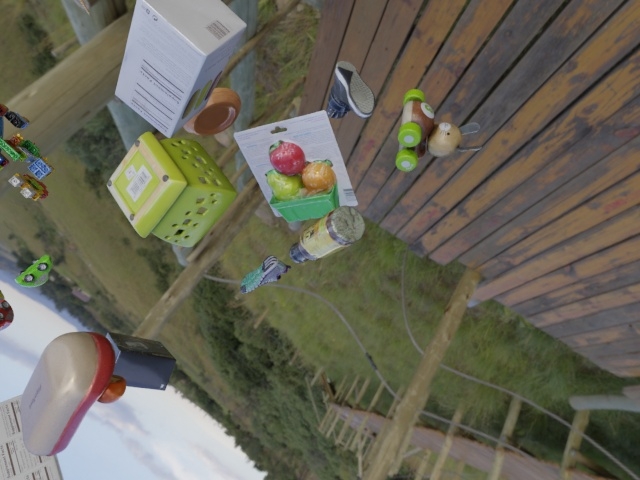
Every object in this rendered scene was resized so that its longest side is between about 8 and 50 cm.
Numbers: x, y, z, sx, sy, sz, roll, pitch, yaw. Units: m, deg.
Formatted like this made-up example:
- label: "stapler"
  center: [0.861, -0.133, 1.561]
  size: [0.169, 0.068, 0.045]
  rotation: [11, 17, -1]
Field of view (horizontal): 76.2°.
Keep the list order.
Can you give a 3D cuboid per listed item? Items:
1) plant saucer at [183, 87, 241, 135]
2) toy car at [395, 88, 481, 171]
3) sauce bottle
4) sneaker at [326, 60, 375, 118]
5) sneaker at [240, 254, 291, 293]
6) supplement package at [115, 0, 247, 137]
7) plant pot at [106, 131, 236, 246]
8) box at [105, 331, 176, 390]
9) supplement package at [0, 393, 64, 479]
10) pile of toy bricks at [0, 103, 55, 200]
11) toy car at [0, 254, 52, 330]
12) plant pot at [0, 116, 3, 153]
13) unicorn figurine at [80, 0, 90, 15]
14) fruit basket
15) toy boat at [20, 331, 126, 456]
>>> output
- label: "plant saucer"
  center: [-0.335, -0.391, 1.276]
  size: [0.037, 0.200, 0.200]
  rotation: [60, 159, 13]
- label: "toy car"
  center: [0.281, -0.253, 0.962]
  size: [0.189, 0.155, 0.149]
  rotation: [7, 145, 10]
- label: "sauce bottle"
  center: [0.000, 0.000, 1.220]
  size: [0.111, 0.111, 0.344]
  rotation: [40, 149, -11]
- label: "sneaker"
  center: [0.090, -0.421, 1.278]
  size: [0.163, 0.086, 0.226]
  rotation: [114, 143, -53]
- label: "sneaker"
  center: [-0.211, 0.149, 1.547]
  size: [0.098, 0.083, 0.224]
  rotation: [29, 128, -33]
- label: "supplement package"
  center: [-0.269, -0.337, 0.770]
  size: [0.134, 0.139, 0.244]
  rotation: [40, 142, -13]
- label: "plant pot"
  center: [-0.402, -0.136, 1.079]
  size: [0.227, 0.228, 0.207]
  rotation: [50, -162, 19]
- label: "box"
  center: [-0.505, 0.330, 1.118]
  size: [0.156, 0.093, 0.158]
  rotation: [25, 173, -38]
- label: "supplement package"
  center: [-0.704, 0.526, 0.953]
  size: [0.261, 0.145, 0.204]
  rotation: [58, 141, 20]
- label: "pile of toy bricks"
  center: [-0.642, -0.196, 0.874]
  size: [0.212, 0.118, 0.105]
  rotation: [49, 180, -10]
- label: "toy car"
  center: [-0.774, 0.131, 1.042]
  size: [0.239, 0.225, 0.053]
  rotation: [12, 142, 42]
- label: "plant pot"
  center: [-1.157, -0.319, 1.289]
  size: [0.196, 0.292, 0.293]
  rotation: [9, 168, -29]
- label: "unicorn figurine"
  center: [-0.452, -0.519, 0.737]
  size: [0.060, 0.111, 0.162]
  rotation: [39, 176, 13]
- label: "fruit basket"
  center: [-0.073, -0.240, 1.364]
  size: [0.327, 0.165, 0.353]
  rotation: [-8, 123, 22]
- label: "toy boat"
  center: [-0.436, 0.274, 0.755]
  size: [0.151, 0.231, 0.151]
  rotation: [14, -151, -49]
